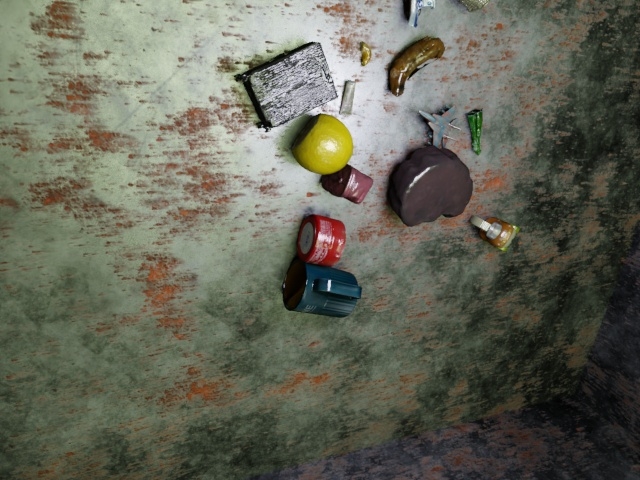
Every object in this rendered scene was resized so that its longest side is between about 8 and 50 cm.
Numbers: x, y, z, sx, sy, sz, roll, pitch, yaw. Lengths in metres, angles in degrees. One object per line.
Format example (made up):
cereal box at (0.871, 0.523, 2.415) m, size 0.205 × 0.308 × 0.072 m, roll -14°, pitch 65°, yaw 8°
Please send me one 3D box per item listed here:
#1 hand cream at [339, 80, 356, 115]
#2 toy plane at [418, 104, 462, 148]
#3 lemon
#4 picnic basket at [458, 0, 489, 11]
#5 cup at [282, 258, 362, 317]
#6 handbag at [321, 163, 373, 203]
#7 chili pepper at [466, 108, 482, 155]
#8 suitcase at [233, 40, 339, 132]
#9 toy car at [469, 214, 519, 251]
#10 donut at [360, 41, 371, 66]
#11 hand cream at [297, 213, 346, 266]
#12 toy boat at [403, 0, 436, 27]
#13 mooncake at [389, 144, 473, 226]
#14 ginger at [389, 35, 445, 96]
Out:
hand cream at (0.119, -0.600, 1.687) m, size 0.061 × 0.039 × 0.143 m, roll -4°, pitch 123°, yaw -25°
toy plane at (0.517, -0.529, 1.804) m, size 0.326 × 0.104 × 0.223 m, roll 13°, pitch 107°, yaw -41°
lemon at (0.020, -0.377, 1.623) m, size 0.219 × 0.240 × 0.240 m, roll 33°, pitch 98°, yaw -19°
picnic basket at (0.598, -1.044, 1.610) m, size 0.196 × 0.134 × 0.154 m, roll 22°, pitch 100°, yaw -27°
cup at (0.018, 0.216, 1.866) m, size 0.292 × 0.242 × 0.308 m, roll 16°, pitch 134°, yaw -28°
handbag at (0.107, -0.252, 1.720) m, size 0.135 × 0.225 × 0.146 m, roll 18°, pitch 103°, yaw -34°
chili pepper at (0.758, -0.517, 1.940) m, size 0.088 × 0.059 × 0.226 m, roll -27°, pitch 121°, yaw -12°
suitcase at (-0.124, -0.593, 1.536) m, size 0.335 × 0.152 × 0.229 m, roll -29°, pitch 120°, yaw -9°
toy car at (0.891, -0.061, 2.104) m, size 0.235 × 0.235 × 0.145 m, roll 21°, pitch 103°, yaw -26°
donut at (0.181, -0.759, 1.635) m, size 0.067 × 0.038 × 0.083 m, roll 20°, pitch 103°, yaw -29°
hand cream at (0.000, 0.000, 1.787) m, size 0.149 × 0.230 × 0.230 m, roll 11°, pitch 108°, yaw -26°
toy boat at (0.389, -0.983, 1.566) m, size 0.115 × 0.114 × 0.262 m, roll -11°, pitch 112°, yaw -1°
mooncake at (0.511, -0.254, 1.865) m, size 0.381 × 0.212 × 0.350 m, roll 3°, pitch 125°, yaw -25°
ginger at (0.397, -0.752, 1.682) m, size 0.309 × 0.107 × 0.133 m, roll -38°, pitch 143°, yaw -2°
